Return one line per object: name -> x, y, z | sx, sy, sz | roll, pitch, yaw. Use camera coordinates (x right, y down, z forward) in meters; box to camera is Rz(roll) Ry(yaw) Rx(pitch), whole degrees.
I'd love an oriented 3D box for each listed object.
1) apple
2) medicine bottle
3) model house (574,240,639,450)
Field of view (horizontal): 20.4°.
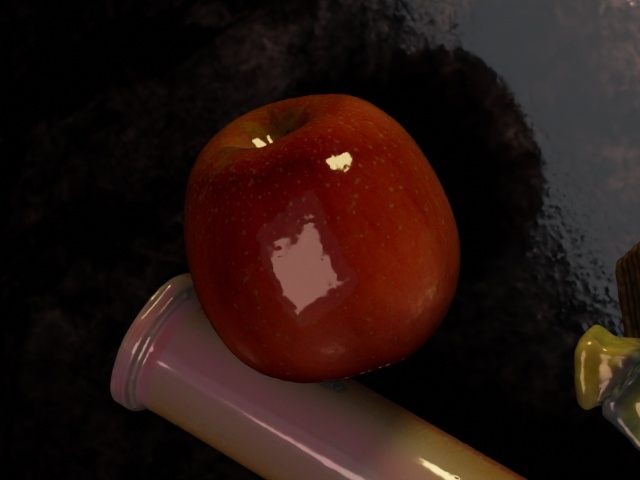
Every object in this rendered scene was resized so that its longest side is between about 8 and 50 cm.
apple -> 0.000, 0.000, 1.151 | 0.181, 0.181, 0.168 | -9, 112, 27
medicine bottle -> 0.058, 0.168, 1.206 | 0.426, 0.108, 0.108 | 29, 117, 18
model house -> 0.251, 0.046, 1.035 | 0.189, 0.214, 0.195 | -6, 107, 27
